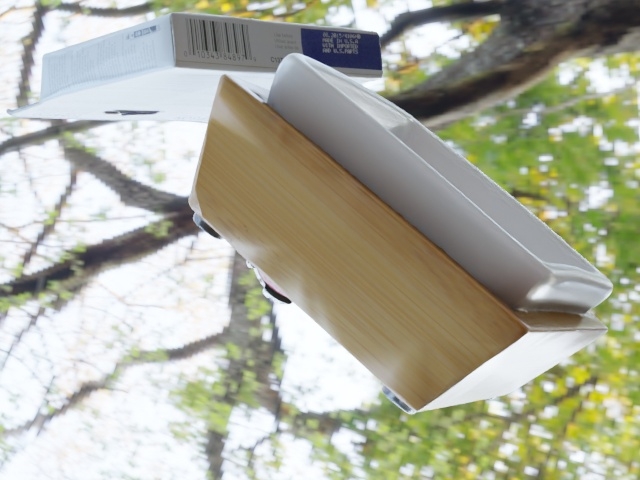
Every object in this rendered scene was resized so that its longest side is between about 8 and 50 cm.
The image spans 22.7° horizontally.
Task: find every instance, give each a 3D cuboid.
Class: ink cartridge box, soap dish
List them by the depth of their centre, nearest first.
[{"bbox_3d":[0.056,0.003,1.003,0.229,0.291,0.118,41,-80,16],"label":"soap dish"},{"bbox_3d":[-0.103,-0.136,1.282,0.223,0.224,0.045,-2,-95,-45],"label":"ink cartridge box"}]

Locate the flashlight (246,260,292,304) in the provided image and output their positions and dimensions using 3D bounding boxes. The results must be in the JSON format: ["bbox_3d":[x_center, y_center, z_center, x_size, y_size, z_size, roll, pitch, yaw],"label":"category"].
[{"bbox_3d":[0.000,0.000,1.395,0.103,0.304,0.103,-25,-92,-10],"label":"flashlight"}]
